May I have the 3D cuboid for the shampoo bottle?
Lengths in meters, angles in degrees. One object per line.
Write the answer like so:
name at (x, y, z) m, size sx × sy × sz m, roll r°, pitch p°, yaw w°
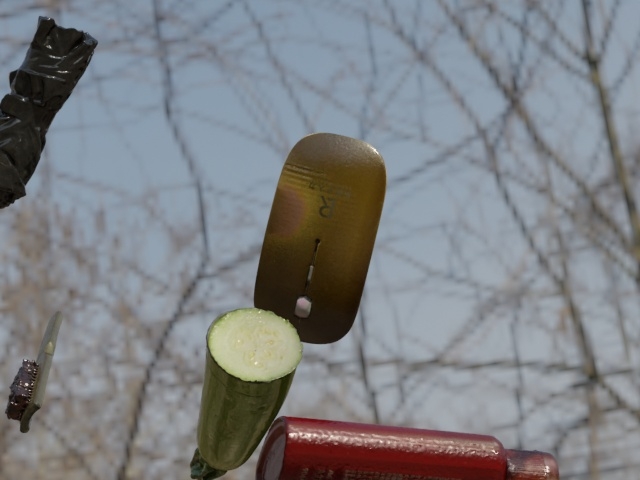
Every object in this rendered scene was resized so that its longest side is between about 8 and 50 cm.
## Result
shampoo bottle at (0.093, 0.242, 1.965) m, size 0.314 × 0.076 × 0.118 m, roll 6°, pitch -45°, yaw -16°

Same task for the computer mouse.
computer mouse at (0.000, 0.000, 2.152) m, size 0.126 × 0.245 × 0.056 m, roll 15°, pitch 9°, yaw 4°

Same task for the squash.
squash at (-0.091, 0.170, 1.849) m, size 0.094 × 0.094 × 0.224 m, roll -1°, pitch -42°, yaw -23°

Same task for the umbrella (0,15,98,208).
umbrella at (-0.289, -0.101, 1.808) m, size 0.066 × 0.235 × 0.059 m, roll 24°, pitch 5°, yaw -16°

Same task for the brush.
brush at (-0.316, 0.138, 2.082) m, size 0.036 × 0.248 × 0.043 m, roll 29°, pitch -71°, yaw -11°
